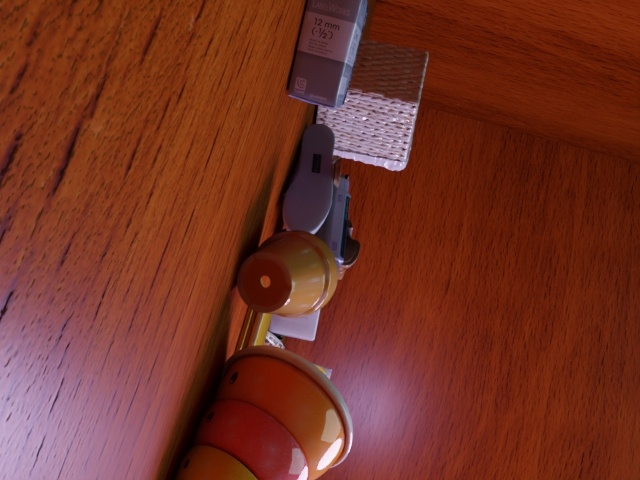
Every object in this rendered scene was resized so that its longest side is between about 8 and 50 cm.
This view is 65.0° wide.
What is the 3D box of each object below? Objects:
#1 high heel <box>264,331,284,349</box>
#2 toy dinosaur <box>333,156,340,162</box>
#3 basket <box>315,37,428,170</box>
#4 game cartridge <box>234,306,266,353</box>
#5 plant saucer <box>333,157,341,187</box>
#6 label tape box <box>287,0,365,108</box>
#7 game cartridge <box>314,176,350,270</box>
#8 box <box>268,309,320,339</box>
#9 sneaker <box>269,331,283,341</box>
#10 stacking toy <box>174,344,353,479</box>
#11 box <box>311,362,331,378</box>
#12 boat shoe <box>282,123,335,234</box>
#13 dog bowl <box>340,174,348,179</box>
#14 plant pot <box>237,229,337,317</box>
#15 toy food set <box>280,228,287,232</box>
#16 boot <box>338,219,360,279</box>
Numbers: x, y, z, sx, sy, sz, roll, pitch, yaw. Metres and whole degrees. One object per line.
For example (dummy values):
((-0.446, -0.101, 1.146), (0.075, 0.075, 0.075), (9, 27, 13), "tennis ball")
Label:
((-0.212, 0.416, 1.734), (0.186, 0.093, 0.261), (-48, 151, -20), "high heel")
((-0.033, -0.165, 1.593), (0.268, 0.064, 0.118), (-36, -152, 51), "toy dinosaur")
((0.168, -0.456, 1.648), (0.267, 0.331, 0.329), (100, 6, -52), "basket")
((-0.207, 0.323, 1.479), (0.324, 0.052, 0.286), (106, 0, -82), "game cartridge")
((0.045, -0.191, 1.414), (0.083, 0.015, 0.084), (-175, -90, -86), "plant saucer")
((0.037, -0.472, 1.084), (0.249, 0.115, 0.348), (-67, 174, -73), "label tape box")
((0.000, 0.000, 1.507), (0.230, 0.068, 0.355), (-35, -143, 46), "game cartridge")
((-0.072, 0.184, 1.860), (0.215, 0.168, 0.346), (98, 4, -77), "box")
((-0.190, 0.408, 2.052), (0.188, 0.071, 0.066), (101, 5, -60), "sneaker")
((-0.173, 0.475, 1.014), (0.480, 0.350, 0.351), (-43, 153, -52), "stacking toy")
((-0.122, 0.554, 1.974), (0.279, 0.289, 0.177), (96, 11, -72), "box")
((-0.038, -0.150, 1.452), (0.156, 0.135, 0.367), (108, -10, -63), "boat shoe")
((-0.003, -0.102, 2.143), (0.408, 0.150, 0.408), (15, 90, -88), "dog bowl")
((-0.085, 0.082, 1.120), (0.188, 0.205, 0.205), (-8, 115, -71), "plant pot")
((-0.115, 0.031, 1.529), (0.128, 0.071, 0.218), (-130, -125, -64), "toy food set")
((0.078, 0.074, 1.994), (0.284, 0.108, 0.220), (-100, -163, -52), "boot")
